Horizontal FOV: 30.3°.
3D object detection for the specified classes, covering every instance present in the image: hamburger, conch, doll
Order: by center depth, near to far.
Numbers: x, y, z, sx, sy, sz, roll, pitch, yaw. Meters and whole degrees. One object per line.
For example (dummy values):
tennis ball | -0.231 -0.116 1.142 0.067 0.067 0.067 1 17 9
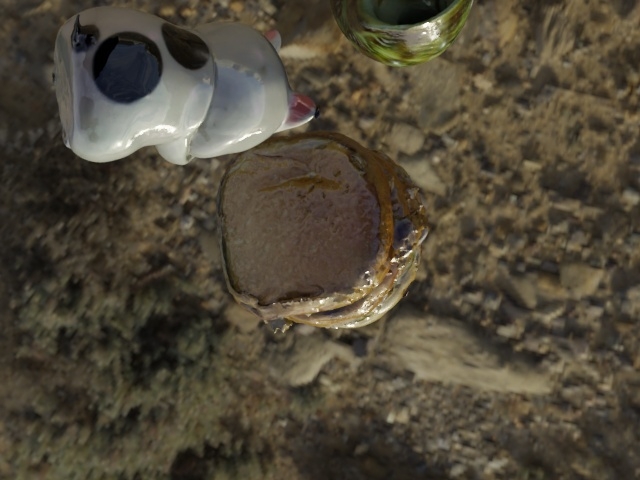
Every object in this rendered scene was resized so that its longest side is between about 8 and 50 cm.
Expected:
doll | -0.107 -0.111 0.857 0.181 0.110 0.107 3 145 -34
conch | 0.091 -0.262 1.204 0.187 0.181 0.124 11 164 35
hamburger | -0.009 -0.004 1.403 0.245 0.211 0.260 34 102 20
